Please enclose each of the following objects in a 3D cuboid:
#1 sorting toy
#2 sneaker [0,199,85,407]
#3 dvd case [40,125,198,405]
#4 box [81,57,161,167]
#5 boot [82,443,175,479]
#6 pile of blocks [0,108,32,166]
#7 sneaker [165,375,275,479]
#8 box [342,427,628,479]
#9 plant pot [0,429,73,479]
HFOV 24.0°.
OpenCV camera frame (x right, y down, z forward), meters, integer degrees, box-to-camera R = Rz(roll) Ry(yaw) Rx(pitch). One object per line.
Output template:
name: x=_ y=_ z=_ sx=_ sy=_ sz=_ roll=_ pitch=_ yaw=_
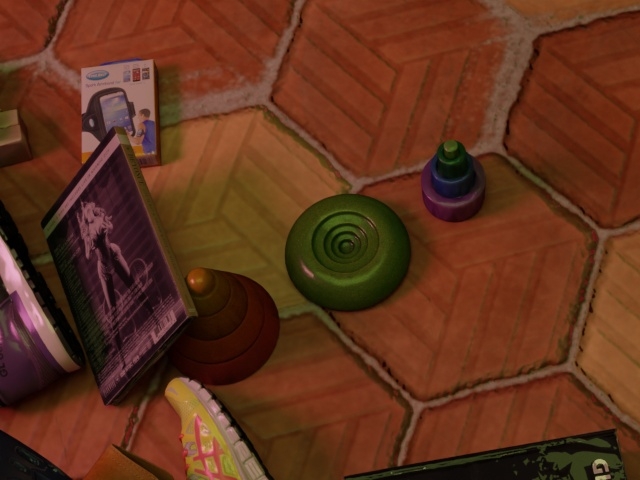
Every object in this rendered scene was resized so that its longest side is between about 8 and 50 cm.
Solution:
sorting toy: x=0.000 y=0.000 z=1.456 sx=0.365 sy=0.126 sz=0.127 roll=-30 pitch=64 yaw=-7
sneaker: x=-0.352 y=0.036 z=1.494 sx=0.124 sy=0.107 sz=0.283 roll=-31 pitch=65 yaw=-2
dvd case: x=-0.200 y=0.025 z=1.463 sx=0.018 sy=0.164 sz=0.221 roll=1 pitch=55 yaw=-42
box: x=-0.213 y=-0.139 z=1.603 sx=0.081 sy=0.028 sz=0.136 roll=-7 pitch=65 yaw=3
boot: x=-0.236 y=0.274 z=1.336 sx=0.295 sy=0.104 sz=0.211 roll=24 pitch=87 yaw=5
pile of blocks: x=-0.462 y=-0.196 z=1.612 sx=0.362 sy=0.112 sz=0.149 roll=23 pitch=69 yaw=16
sneaker: x=-0.100 y=0.217 z=1.387 sx=0.094 sy=0.081 sz=0.208 roll=-34 pitch=63 yaw=-3
box: x=0.167 y=0.342 z=1.297 sx=0.257 sy=0.079 sz=0.322 roll=-11 pitch=63 yaw=3
plant pot: x=-0.243 y=0.308 z=1.167 sx=0.212 sy=0.236 sz=0.236 roll=29 pitch=96 yaw=-9
